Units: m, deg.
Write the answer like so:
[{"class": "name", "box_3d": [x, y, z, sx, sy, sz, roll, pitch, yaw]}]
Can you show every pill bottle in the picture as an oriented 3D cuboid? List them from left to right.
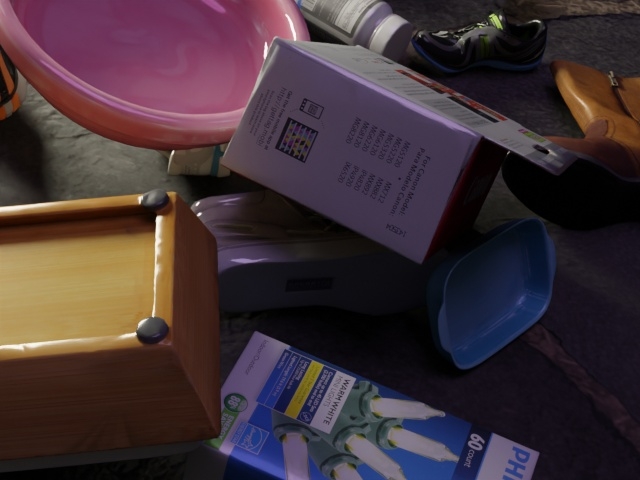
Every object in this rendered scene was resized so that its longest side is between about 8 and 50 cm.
[{"class": "pill bottle", "box_3d": [0.039, -0.268, 1.550, 0.137, 0.078, 0.078, 34, 44, 19]}]

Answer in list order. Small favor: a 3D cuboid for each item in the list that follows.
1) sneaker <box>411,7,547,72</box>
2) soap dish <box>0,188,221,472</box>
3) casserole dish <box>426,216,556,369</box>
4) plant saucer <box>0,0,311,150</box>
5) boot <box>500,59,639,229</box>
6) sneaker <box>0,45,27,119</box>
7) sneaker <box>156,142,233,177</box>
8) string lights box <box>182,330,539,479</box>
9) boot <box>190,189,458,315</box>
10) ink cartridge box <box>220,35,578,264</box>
[{"class": "sneaker", "box_3d": [0.198, -0.253, 1.586, 0.188, 0.078, 0.067, -4, 45, -21]}, {"class": "soap dish", "box_3d": [-0.227, 0.067, 1.015, 0.290, 0.118, 0.229, -6, 40, 0]}, {"class": "casserole dish", "box_3d": [0.161, 0.047, 1.231, 0.037, 0.114, 0.188, 11, 30, 43]}, {"class": "plant saucer", "box_3d": [-0.176, -0.209, 1.294, 0.332, 0.084, 0.332, 15, 45, -15]}, {"class": "boot", "box_3d": [0.312, -0.136, 1.484, 0.264, 0.096, 0.280, 6, 41, -11]}, {"class": "sneaker", "box_3d": [-0.406, -0.279, 1.325, 0.124, 0.180, 0.321, -31, 58, -22]}, {"class": "sneaker", "box_3d": [-0.158, -0.138, 1.355, 0.082, 0.071, 0.191, -11, 48, -20]}, {"class": "string lights box", "box_3d": [0.033, 0.189, 1.046, 0.259, 0.077, 0.133, 22, 44, 7]}, {"class": "boot", "box_3d": [0.000, 0.000, 1.233, 0.258, 0.095, 0.123, 2, 43, -20]}, {"class": "ink cartridge box", "box_3d": [0.092, -0.079, 1.223, 0.271, 0.130, 0.309, 27, 13, 11]}]
